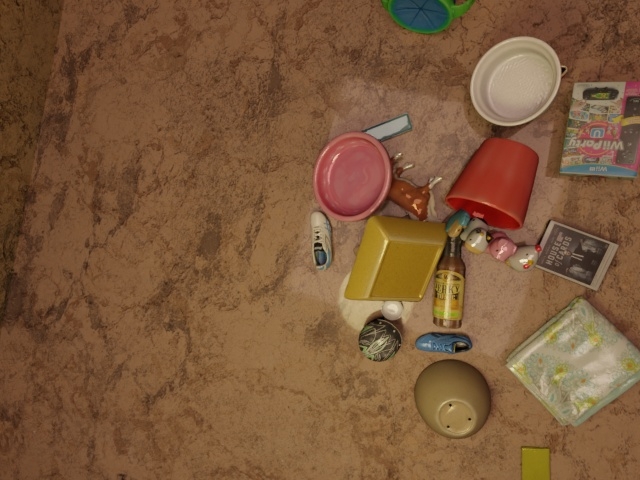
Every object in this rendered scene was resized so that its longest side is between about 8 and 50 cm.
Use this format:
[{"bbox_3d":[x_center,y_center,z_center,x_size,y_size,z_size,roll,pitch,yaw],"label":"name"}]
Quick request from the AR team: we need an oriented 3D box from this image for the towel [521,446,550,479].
[{"bbox_3d":[0.805,0.890,1.618,0.102,0.021,0.238,-2,92,7],"label":"towel"}]

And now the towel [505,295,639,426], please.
[{"bbox_3d":[0.900,0.436,1.533,0.320,0.090,0.374,46,101,5],"label":"towel"}]

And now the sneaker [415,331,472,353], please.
[{"bbox_3d":[0.462,0.390,1.629,0.209,0.082,0.069,-4,95,14],"label":"sneaker"}]

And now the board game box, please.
[{"bbox_3d":[0.946,-0.363,1.445,0.223,0.097,0.304,9,95,27],"label":"board game box"}]

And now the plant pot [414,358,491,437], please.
[{"bbox_3d":[0.486,0.604,1.581,0.283,0.191,0.284,1,94,13],"label":"plant pot"}]

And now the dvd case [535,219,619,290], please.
[{"bbox_3d":[0.897,0.051,1.539,0.238,0.029,0.179,22,97,9],"label":"dvd case"}]

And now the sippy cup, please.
[{"bbox_3d":[0.377,-0.891,1.507,0.305,0.240,0.224,20,87,-14],"label":"sippy cup"}]

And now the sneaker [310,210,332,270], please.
[{"bbox_3d":[0.000,0.000,1.703,0.085,0.086,0.238,-7,91,14],"label":"sneaker"}]

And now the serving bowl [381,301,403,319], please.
[{"bbox_3d":[0.280,0.267,1.687,0.083,0.027,0.084,1,94,13],"label":"serving bowl"}]

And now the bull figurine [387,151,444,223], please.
[{"bbox_3d":[0.337,-0.180,1.597,0.310,0.101,0.188,37,94,17],"label":"bull figurine"}]

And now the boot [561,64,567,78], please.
[{"bbox_3d":[0.771,-0.557,1.502,0.157,0.084,0.059,-24,90,14],"label":"boot"}]

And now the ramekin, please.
[{"bbox_3d":[0.663,-0.525,1.461,0.277,0.135,0.278,6,101,34],"label":"ramekin"}]

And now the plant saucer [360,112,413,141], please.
[{"bbox_3d":[0.252,-0.421,1.656,0.191,0.018,0.067,-19,89,12],"label":"plant saucer"}]

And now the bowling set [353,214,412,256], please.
[{"bbox_3d":[0.253,0.039,1.599,0.287,0.200,0.154,-34,87,16],"label":"bowling set"}]

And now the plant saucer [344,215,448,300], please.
[{"bbox_3d":[0.282,0.091,1.520,0.332,0.081,0.333,5,115,-24],"label":"plant saucer"}]

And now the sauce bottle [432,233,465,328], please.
[{"bbox_3d":[0.477,0.147,1.596,0.111,0.111,0.345,2,93,12],"label":"sauce bottle"}]

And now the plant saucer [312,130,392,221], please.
[{"bbox_3d":[0.125,-0.234,1.617,0.332,0.084,0.333,-2,87,35],"label":"plant saucer"}]

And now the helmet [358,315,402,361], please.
[{"bbox_3d":[0.225,0.376,1.637,0.169,0.161,0.170,1,94,12],"label":"helmet"}]

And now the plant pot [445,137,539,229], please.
[{"bbox_3d":[0.603,-0.198,1.482,0.274,0.275,0.243,25,88,10],"label":"plant pot"}]

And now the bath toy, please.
[{"bbox_3d":[0.610,0.008,1.495,0.348,0.129,0.152,25,58,-9],"label":"bath toy"}]
